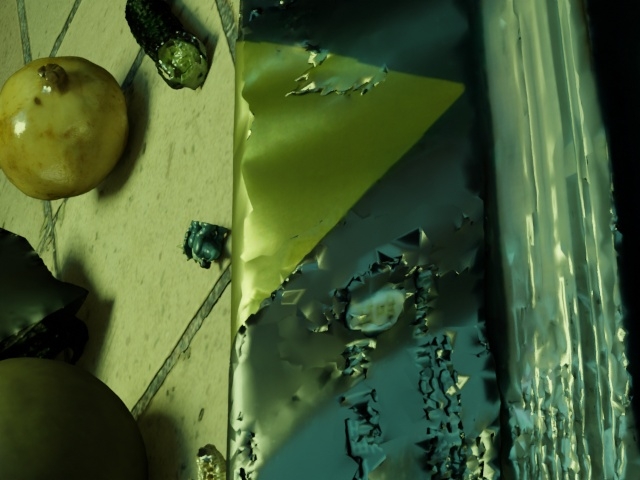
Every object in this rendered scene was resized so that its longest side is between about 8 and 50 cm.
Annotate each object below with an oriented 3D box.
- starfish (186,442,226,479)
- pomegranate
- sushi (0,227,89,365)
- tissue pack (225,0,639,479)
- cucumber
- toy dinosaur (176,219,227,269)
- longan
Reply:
[{"bbox_3d":[-0.087,0.286,1.131,0.216,0.071,0.238,-55,41,42],"label":"starfish"},{"bbox_3d":[-0.327,-0.150,1.631,0.196,0.196,0.196,-34,49,50],"label":"pomegranate"},{"bbox_3d":[-0.419,0.141,1.622,0.227,0.215,0.212,28,135,41],"label":"sushi"},{"bbox_3d":[0.113,-0.015,0.679,0.253,0.264,0.416,-19,58,34],"label":"tissue pack"},{"bbox_3d":[-0.198,-0.254,1.565,0.067,0.067,0.245,-65,32,18],"label":"cucumber"},{"bbox_3d":[-0.121,0.005,1.348,0.083,0.030,0.047,13,89,62],"label":"toy dinosaur"},{"bbox_3d":[-0.298,0.249,1.329,0.258,0.258,0.258,-34,49,50],"label":"longan"}]
